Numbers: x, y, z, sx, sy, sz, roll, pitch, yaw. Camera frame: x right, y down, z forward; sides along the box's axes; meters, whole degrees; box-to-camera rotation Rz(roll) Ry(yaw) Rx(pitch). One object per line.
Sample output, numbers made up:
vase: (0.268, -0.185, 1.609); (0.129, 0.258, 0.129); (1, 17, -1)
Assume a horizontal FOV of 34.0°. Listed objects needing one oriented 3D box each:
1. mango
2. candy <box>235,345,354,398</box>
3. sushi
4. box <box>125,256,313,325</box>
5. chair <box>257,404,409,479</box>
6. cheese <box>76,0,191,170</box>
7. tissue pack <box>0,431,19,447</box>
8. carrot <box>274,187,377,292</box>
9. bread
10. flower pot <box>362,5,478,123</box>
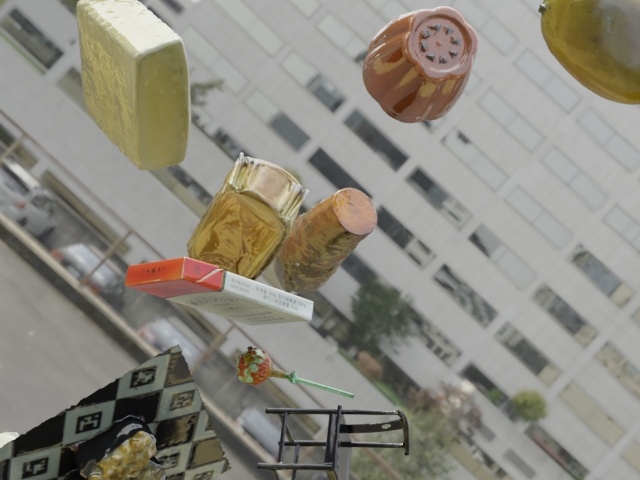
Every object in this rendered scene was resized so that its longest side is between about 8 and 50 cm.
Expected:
mango: (0.277, -0.188, 0.987); (0.161, 0.103, 0.076); (38, -7, -22)
candy: (-0.038, 0.207, 1.561); (0.184, 0.056, 0.049); (16, -20, 5)
sushi: (-0.243, 0.289, 1.224); (0.059, 0.292, 0.294); (52, -13, 38)
box: (-0.142, 0.077, 1.500); (0.245, 0.035, 0.139); (23, -22, -39)
chair: (0.030, 0.396, 1.940); (0.155, 0.260, 0.141); (75, 17, -50)
cheese: (-0.337, -0.290, 1.885); (0.265, 0.123, 0.243); (43, -36, 43)
tissue pack: (-0.536, 0.530, 1.682); (0.380, 0.297, 0.207); (47, 7, 24)
carrot: (0.000, 0.000, 2.007); (0.138, 0.139, 0.302); (43, -38, 0)
bread: (-0.119, -0.031, 1.698); (0.136, 0.107, 0.241); (30, -39, -5)
flower pot: (0.180, -0.305, 1.761); (0.190, 0.191, 0.173); (43, -12, -5)
